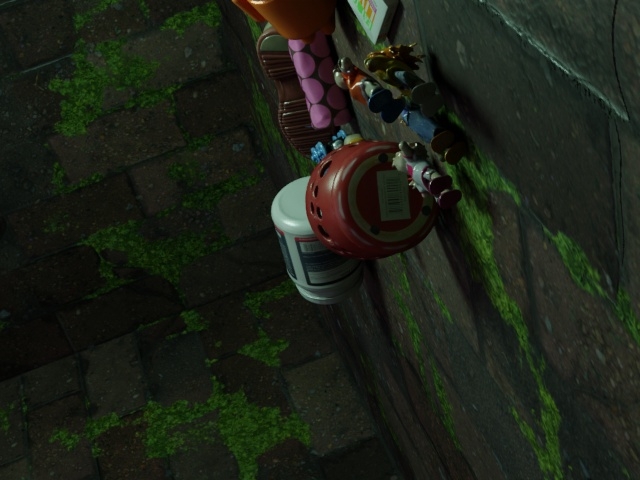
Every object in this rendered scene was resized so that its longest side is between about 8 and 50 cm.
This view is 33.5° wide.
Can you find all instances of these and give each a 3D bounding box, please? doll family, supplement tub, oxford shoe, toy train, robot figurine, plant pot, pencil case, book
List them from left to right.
[{"bbox_3d":[-0.056,-0.425,1.778,0.158,0.128,0.219,23,168,46],"label":"robot figurine"},{"bbox_3d":[-0.033,-0.330,2.276,0.130,0.122,0.348,-78,-22,-47],"label":"oxford shoe"},{"bbox_3d":[-0.008,-0.320,2.056,0.098,0.095,0.209,-85,-19,-67],"label":"pencil case"},{"bbox_3d":[0.000,0.000,2.517,0.191,0.191,0.272,-117,9,-46],"label":"supplement tub"},{"bbox_3d":[0.038,-0.166,2.212,0.105,0.080,0.184,61,172,-3],"label":"toy train"},{"bbox_3d":[0.075,-0.350,1.520,0.144,0.035,0.096,109,136,-78],"label":"book"},{"bbox_3d":[0.082,-0.064,1.641,0.174,0.191,0.191,179,70,-80],"label":"plant pot"},{"bbox_3d":[0.123,-0.172,1.419,0.263,0.118,0.163,52,179,-35],"label":"doll family"}]

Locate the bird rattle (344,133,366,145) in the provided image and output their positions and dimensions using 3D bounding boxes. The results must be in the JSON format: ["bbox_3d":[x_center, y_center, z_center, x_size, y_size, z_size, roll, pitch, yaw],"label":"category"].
[{"bbox_3d":[0.087,-0.099,2.006,0.253,0.143,0.207,-41,-58,-83],"label":"bird rattle"}]
